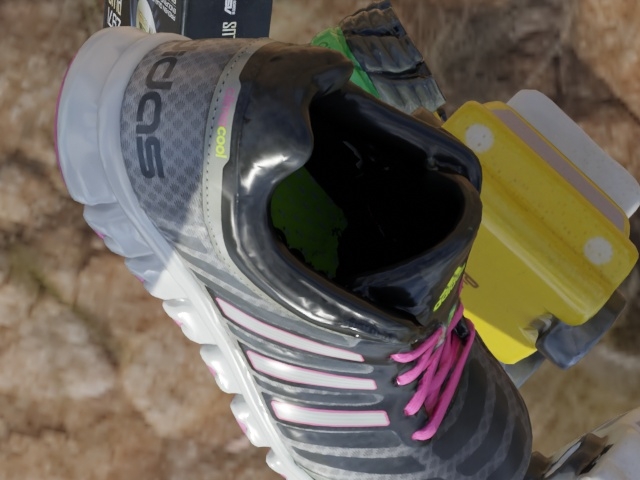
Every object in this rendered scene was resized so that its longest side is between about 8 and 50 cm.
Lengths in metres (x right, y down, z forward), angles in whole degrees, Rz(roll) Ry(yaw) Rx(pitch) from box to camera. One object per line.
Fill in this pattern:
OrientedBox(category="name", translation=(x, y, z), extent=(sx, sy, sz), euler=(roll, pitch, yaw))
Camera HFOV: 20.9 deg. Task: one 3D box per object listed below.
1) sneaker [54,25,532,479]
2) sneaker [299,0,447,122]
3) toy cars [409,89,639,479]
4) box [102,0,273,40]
OrientedBox(category="sneaker", translation=(0.012, 0.014, 0.407), extent=(0.074, 0.063, 0.170), euler=(-3, 137, 42))
OrientedBox(category="sneaker", translation=(0.000, 0.000, 1.011), extent=(0.146, 0.134, 0.343), euler=(-20, 145, -4))
OrientedBox(category="toy cars", translation=(0.111, 0.055, 0.726), extent=(0.087, 0.176, 0.394), euler=(-45, 136, -13))
OrientedBox(category="box", translation=(-0.112, -0.182, 1.416), extent=(0.077, 0.180, 0.147), euler=(-7, 121, -25))
